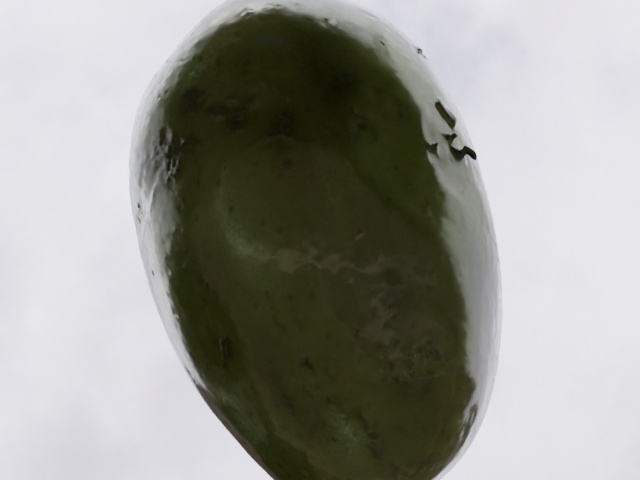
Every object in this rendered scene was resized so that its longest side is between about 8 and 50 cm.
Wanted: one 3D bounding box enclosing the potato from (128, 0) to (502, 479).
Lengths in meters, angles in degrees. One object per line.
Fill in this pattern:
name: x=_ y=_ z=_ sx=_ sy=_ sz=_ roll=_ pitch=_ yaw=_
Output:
potato: x=-0.002 y=0.001 z=0.802 sx=0.215 sy=0.216 sz=0.304 roll=-11 pitch=-102 yaw=7
